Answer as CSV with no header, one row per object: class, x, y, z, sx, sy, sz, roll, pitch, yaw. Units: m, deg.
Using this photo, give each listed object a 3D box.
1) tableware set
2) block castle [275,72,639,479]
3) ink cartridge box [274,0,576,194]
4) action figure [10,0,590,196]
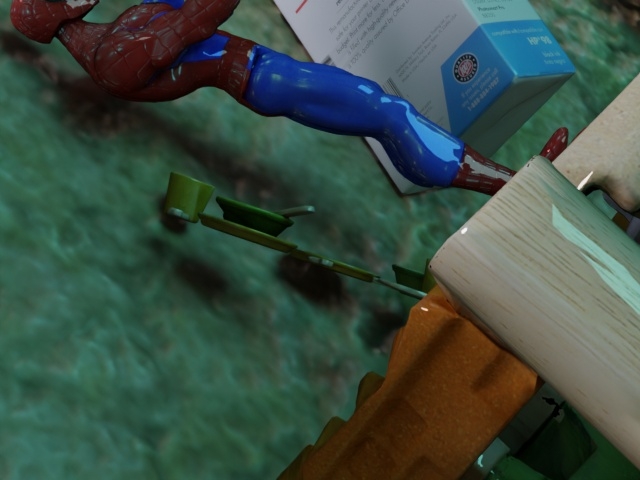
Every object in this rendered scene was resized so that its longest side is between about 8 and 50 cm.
tableware set,0.000,0.000,0.868,0.154,0.024,0.104,18,-2,-5
block castle,0.177,0.065,0.785,0.213,0.303,0.453,44,37,11
ink cartridge box,0.045,-0.129,1.005,0.060,0.104,0.180,-12,64,-47
action figure,-0.004,-0.108,0.885,0.280,0.139,0.091,14,-1,-6
